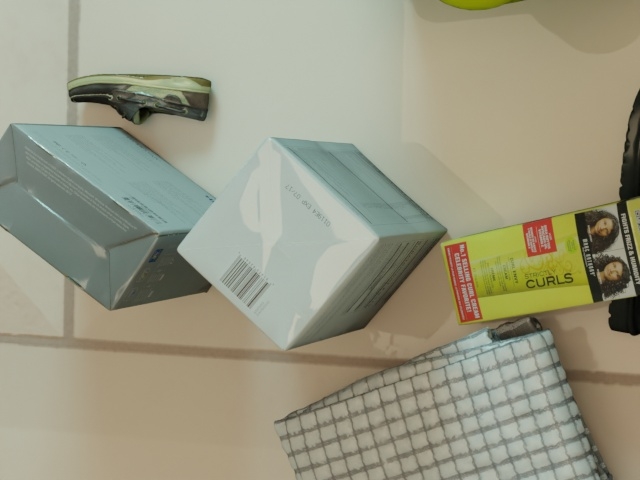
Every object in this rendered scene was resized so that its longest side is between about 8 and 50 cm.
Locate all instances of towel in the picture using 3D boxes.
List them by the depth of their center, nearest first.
[{"bbox_3d":[0.128,0.219,1.602,0.284,0.121,0.235,-23,84,20],"label":"towel"}]

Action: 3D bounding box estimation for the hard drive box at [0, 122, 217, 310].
[{"bbox_3d":[-0.196,-0.027,1.635,0.181,0.232,0.089,37,103,14],"label":"hard drive box"}]

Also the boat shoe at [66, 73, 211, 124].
[{"bbox_3d":[-0.185,-0.141,1.719,0.152,0.056,0.049,1,88,18],"label":"boat shoe"}]

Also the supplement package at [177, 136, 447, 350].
[{"bbox_3d":[0.000,0.000,1.564,0.139,0.244,0.134,43,104,13],"label":"supplement package"}]

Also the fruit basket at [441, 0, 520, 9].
[{"bbox_3d":[0.154,-0.326,1.438,0.392,0.392,0.283,-4,91,19],"label":"fruit basket"}]

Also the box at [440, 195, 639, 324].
[{"bbox_3d":[0.213,0.019,1.537,0.232,0.058,0.087,-12,89,50],"label":"box"}]

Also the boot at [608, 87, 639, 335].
[{"bbox_3d":[0.371,-0.016,1.517,0.207,0.094,0.246,8,102,22],"label":"boot"}]
